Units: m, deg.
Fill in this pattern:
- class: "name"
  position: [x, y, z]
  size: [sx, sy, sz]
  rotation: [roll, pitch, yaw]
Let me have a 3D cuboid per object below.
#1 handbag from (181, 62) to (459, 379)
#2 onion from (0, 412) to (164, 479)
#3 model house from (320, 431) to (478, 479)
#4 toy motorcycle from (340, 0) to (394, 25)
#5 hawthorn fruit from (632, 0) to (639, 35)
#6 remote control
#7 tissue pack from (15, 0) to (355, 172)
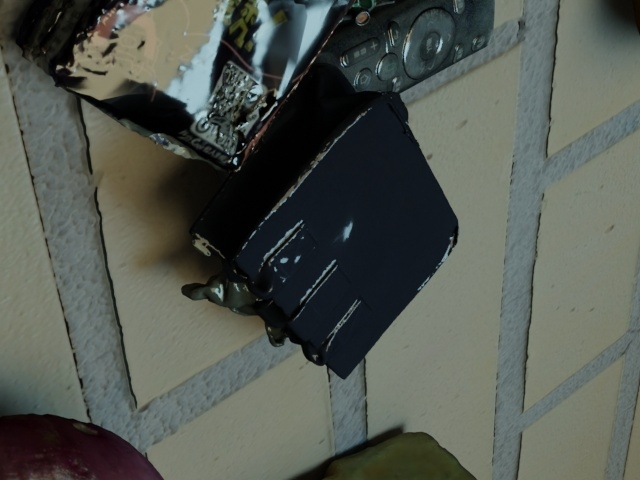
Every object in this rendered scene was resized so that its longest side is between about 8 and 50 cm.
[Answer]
- class: "handbag"
  position: [0.000, 0.000, 1.242]
  size: [0.269, 0.118, 0.325]
  rotation: [-51, 146, -11]
- class: "onion"
  position: [-0.291, 0.343, 1.086]
  size: [0.358, 0.345, 0.358]
  rotation: [-3, 128, -4]
- class: "model house"
  position: [0.062, 0.505, 1.566]
  size: [0.382, 0.334, 0.342]
  rotation: [-12, 124, -31]
- class: "toy motorcycle"
  position: [0.063, -0.278, 1.200]
  size: [0.173, 0.058, 0.100]
  rotation: [-36, 144, -27]
- class: "hawthorn fruit"
  position: [0.531, -0.314, 1.513]
  size: [0.308, 0.325, 0.308]
  rotation: [-1, 94, -8]
- class: "remote control"
  position: [0.042, -0.180, 1.260]
  size: [0.377, 0.044, 0.107]
  rotation: [-30, 139, -29]
- class: "tissue pack"
  position: [-0.076, -0.237, 1.025]
  size: [0.245, 0.123, 0.332]
  rotation: [27, 99, -48]
